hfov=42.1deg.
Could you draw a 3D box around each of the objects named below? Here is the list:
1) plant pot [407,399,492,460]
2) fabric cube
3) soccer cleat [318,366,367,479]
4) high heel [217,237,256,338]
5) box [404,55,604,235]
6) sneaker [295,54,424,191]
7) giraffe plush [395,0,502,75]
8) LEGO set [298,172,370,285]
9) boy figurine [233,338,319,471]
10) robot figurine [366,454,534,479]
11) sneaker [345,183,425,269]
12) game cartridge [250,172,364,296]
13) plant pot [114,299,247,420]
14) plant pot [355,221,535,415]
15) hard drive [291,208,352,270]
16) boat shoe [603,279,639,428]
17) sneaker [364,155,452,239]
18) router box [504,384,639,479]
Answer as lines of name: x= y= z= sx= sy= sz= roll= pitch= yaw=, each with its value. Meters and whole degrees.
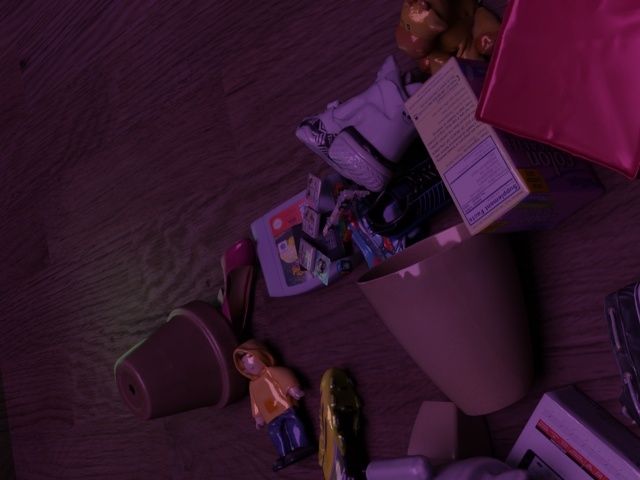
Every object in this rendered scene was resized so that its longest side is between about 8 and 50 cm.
plant pot: x=0.227 y=0.329 z=1.446 sx=0.109 sy=0.109 sz=0.096 roll=-8 pitch=74 yaw=46
fabric cube: x=0.409 y=-0.236 z=1.100 sx=0.259 sy=0.258 sz=0.254 roll=32 pitch=114 yaw=40
soccer cleat: x=0.028 y=0.399 z=1.657 sx=0.121 sy=0.093 sz=0.289 roll=-15 pitch=83 yaw=43
high heel: x=-0.179 y=0.107 z=1.845 sx=0.117 sy=0.082 sz=0.244 roll=63 pitch=142 yaw=35
box: x=0.280 y=-0.143 z=1.271 sx=0.117 sy=0.213 sz=0.243 roll=-41 pitch=64 yaw=40
sneaker: x=0.089 y=-0.220 z=1.522 sx=0.210 sy=0.137 sz=0.366 roll=-50 pitch=23 yaw=0
giraffe plush: x=0.198 y=-0.353 z=1.373 sx=0.181 sy=0.170 sz=0.210 roll=20 pitch=107 yaw=44
LEGO set: x=0.023 y=-0.017 z=1.535 sx=0.244 sy=0.060 sz=0.182 roll=-145 pitch=59 yaw=-68
boy figurine: x=-0.098 y=0.340 z=1.790 sx=0.177 sy=0.092 sz=0.285 roll=-37 pitch=70 yaw=43
robot figurine: x=0.195 y=0.452 z=1.292 sx=0.353 sy=0.200 sz=0.300 roll=-28 pitch=101 yaw=44
sneaker: x=0.136 y=-0.005 z=1.537 sx=0.125 sy=0.104 sz=0.262 roll=-33 pitch=71 yaw=22
game cartridge: x=-0.027 y=0.005 z=1.721 sx=0.294 sy=0.060 sz=0.196 roll=-29 pitch=76 yaw=43
plant pot: x=-0.330 y=0.295 z=1.887 sx=0.263 sy=0.229 sz=0.263 roll=26 pitch=127 yaw=40
plant pot: x=0.230 y=0.132 z=1.347 sx=0.256 sy=0.256 sz=0.274 roll=-22 pitch=95 yaw=45
hard drive: x=0.000 y=0.000 z=1.639 sx=0.135 sy=0.022 sz=0.094 roll=-21 pitch=78 yaw=45
boat shoe: x=0.485 y=0.218 z=1.171 sx=0.119 sy=0.121 sz=0.335 roll=-29 pitch=61 yaw=52
sneaker: x=0.175 y=-0.092 z=1.427 sx=0.232 sy=0.090 sz=0.081 roll=-45 pitch=63 yaw=12
router box: x=0.419 y=0.441 z=1.261 sx=0.335 sy=0.082 sz=0.301 roll=42 pitch=121 yaw=36
